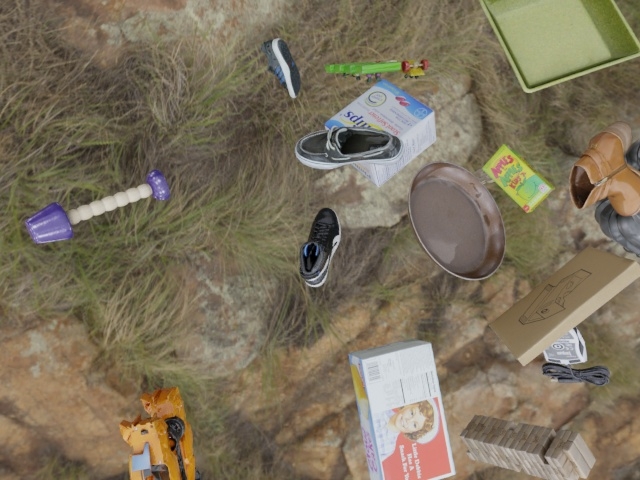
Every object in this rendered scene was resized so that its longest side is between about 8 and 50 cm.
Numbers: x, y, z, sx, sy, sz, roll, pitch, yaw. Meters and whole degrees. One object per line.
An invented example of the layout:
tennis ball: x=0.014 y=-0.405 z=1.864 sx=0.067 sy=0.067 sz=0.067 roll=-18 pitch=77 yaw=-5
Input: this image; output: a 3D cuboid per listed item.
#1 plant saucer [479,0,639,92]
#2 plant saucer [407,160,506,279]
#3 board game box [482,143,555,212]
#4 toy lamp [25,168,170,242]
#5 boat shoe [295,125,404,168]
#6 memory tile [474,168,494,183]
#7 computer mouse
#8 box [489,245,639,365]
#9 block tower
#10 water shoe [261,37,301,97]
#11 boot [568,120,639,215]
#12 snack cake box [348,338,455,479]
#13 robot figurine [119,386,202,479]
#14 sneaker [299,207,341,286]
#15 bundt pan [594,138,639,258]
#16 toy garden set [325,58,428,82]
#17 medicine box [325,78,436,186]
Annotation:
plant saucer: x=0.365 y=-0.325 z=0.822 sx=0.188 sy=0.188 sz=0.045 roll=-18 pitch=163 yaw=0
plant saucer: x=0.329 y=-0.047 z=1.295 sx=0.310 sy=0.311 sz=0.050 roll=20 pitch=152 yaw=-22
board game box: x=0.552 y=-0.175 z=1.471 sx=0.043 sy=0.181 sz=0.092 roll=-10 pitch=144 yaw=-50
toy lamp: x=-0.445 y=-0.070 z=1.061 sx=0.274 sy=0.080 sz=0.080 roll=-30 pitch=130 yaw=-32
boat shoe: x=0.068 y=-0.279 z=1.484 sx=0.334 sy=0.121 sz=0.119 roll=1 pitch=164 yaw=25
memory tile: x=0.566 y=-0.218 z=1.744 sx=0.147 sy=0.113 sz=0.012 roll=-8 pitch=120 yaw=46
computer mouse: x=0.407 y=0.177 z=0.874 sx=0.105 sy=0.042 sz=0.193 roll=-6 pitch=134 yaw=36
box: x=0.349 y=0.089 z=0.771 sx=0.201 sy=0.164 sz=0.021 roll=-41 pitch=91 yaw=9
block tower: x=0.511 y=0.529 z=1.348 sx=0.091 sy=0.335 sz=0.097 roll=-40 pitch=101 yaw=-31
water shoe: x=-0.125 y=-0.555 z=1.695 sx=0.080 sy=0.073 sz=0.203 roll=6 pitch=138 yaw=28
boot: x=0.505 y=-0.095 z=0.937 sx=0.152 sy=0.072 sz=0.197 roll=-39 pitch=116 yaw=-25
snack cake box: x=0.161 y=0.344 z=1.049 sx=0.152 sy=0.089 sz=0.265 roll=-9 pitch=88 yaw=-16
robot figurine: x=-0.277 y=0.429 z=0.944 sx=0.084 sy=0.211 sz=0.292 roll=-6 pitch=98 yaw=3
sneaker: x=0.000 y=0.000 z=1.322 sx=0.079 sy=0.217 sz=0.121 roll=7 pitch=160 yaw=11
bundt pan: x=0.824 y=-0.128 z=1.332 sx=0.124 sy=0.331 sz=0.331 roll=21 pitch=117 yaw=-4
toy garden set: x=0.152 y=-0.457 z=1.421 sx=0.203 sy=0.244 sz=0.049 roll=-11 pitch=111 yaw=-18
medicine box: x=0.212 y=-0.381 z=1.846 sx=0.289 sy=0.263 sz=0.149 roll=-39 pitch=147 yaw=-10
